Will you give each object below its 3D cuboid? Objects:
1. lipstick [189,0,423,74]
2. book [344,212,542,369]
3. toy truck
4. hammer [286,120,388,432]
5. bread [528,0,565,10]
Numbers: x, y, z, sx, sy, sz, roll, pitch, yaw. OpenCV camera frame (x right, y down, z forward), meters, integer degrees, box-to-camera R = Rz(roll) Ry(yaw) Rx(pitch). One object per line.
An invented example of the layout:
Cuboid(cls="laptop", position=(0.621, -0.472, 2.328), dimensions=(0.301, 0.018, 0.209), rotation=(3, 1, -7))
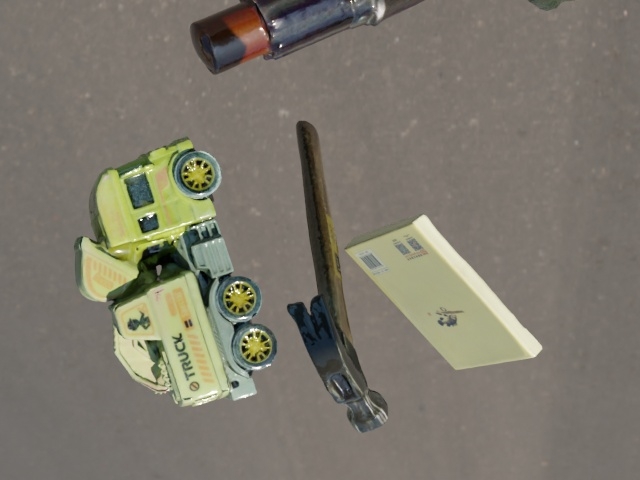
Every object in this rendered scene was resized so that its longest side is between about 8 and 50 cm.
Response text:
Cuboid(cls="lipstick", position=(0.024, -0.223, 0.905), dimensions=(0.299, 0.081, 0.081), rotation=(-28, 146, -16))
Cuboid(cls="book", position=(0.072, 0.033, 0.614), dimensions=(0.111, 0.014, 0.077), rotation=(47, 151, -13))
Cuboid(cls="toy truck", position=(-0.112, 0.031, 0.739), dimensions=(0.116, 0.191, 0.085), rotation=(-19, -178, -19))
Cuboid(cls="hammer", position=(0.000, 0.000, 0.474), dimensions=(0.017, 0.182, 0.062), rotation=(-23, 131, 12))
Cuboid(cls="bread", position=(0.104, -0.271, 0.461), dimensions=(0.395, 0.264, 0.239), rotation=(42, 104, -15))
